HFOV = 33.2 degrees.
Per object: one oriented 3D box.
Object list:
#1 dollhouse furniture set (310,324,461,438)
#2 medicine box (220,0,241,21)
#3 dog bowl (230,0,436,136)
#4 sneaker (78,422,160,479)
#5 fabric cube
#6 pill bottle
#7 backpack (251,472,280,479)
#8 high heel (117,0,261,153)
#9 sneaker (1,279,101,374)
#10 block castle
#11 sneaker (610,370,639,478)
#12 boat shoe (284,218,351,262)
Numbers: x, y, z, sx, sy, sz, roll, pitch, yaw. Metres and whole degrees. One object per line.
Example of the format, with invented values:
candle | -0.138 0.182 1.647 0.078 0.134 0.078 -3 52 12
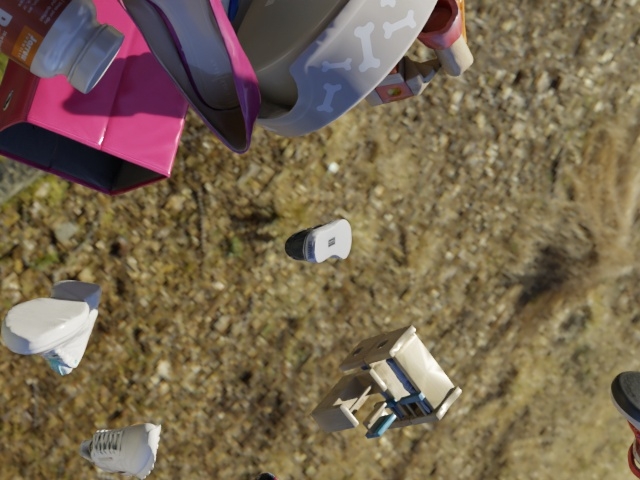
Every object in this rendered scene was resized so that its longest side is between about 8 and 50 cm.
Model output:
dollhouse furniture set | 0.080 0.238 1.554 0.129 0.129 0.183 53 53 -10
medicine box | -0.172 -0.432 1.190 0.149 0.263 0.289 134 -25 -83
dog bowl | 0.005 -0.272 1.249 0.102 0.349 0.349 36 91 -27
sneaker | -0.345 0.359 1.848 0.094 0.235 0.090 24 60 -20
fabric cube | -0.376 -0.247 1.774 0.259 0.254 0.258 21 75 -29
pill bottle | -0.360 -0.281 1.339 0.216 0.121 0.121 34 94 -8
backpack | -0.069 0.422 1.507 0.117 0.173 0.158 30 98 -23
high heel | -0.116 -0.168 0.865 0.082 0.117 0.244 -19 151 7
sneaker | -0.293 0.110 1.198 0.212 0.080 0.094 -53 151 -79
block castle | 0.023 -0.403 1.827 0.213 0.453 0.303 45 41 -58
sneaker | 0.448 0.266 1.428 0.270 0.090 0.145 21 132 -29
boat shoe | 0.000 0.000 1.275 0.142 0.040 0.049 -12 104 -69
